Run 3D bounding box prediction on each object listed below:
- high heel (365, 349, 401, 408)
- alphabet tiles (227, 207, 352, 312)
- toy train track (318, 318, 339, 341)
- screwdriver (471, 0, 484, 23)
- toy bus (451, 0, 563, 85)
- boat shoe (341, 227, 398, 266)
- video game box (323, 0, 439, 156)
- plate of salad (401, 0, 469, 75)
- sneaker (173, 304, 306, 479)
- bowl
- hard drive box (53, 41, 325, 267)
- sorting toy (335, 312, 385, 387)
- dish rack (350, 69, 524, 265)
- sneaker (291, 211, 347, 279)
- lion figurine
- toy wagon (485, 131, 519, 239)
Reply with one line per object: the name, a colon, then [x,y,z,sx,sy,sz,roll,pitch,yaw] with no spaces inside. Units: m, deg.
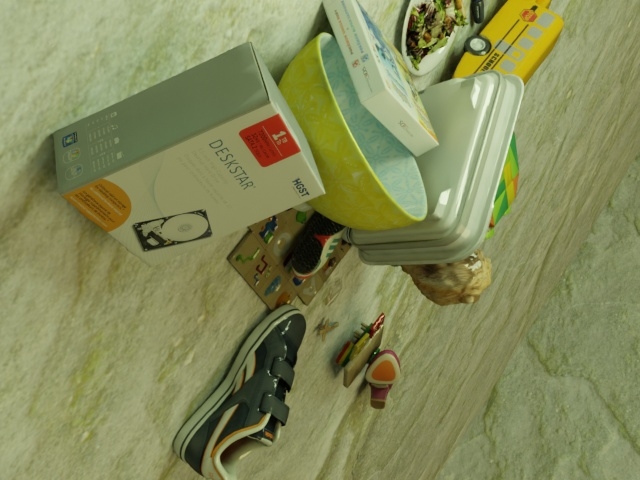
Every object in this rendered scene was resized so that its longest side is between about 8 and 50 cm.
high heel: [0.153,0.297,1.614,0.244,0.082,0.117,84,14,-49]
alphabet tiles: [-0.026,-0.025,1.161,0.285,0.011,0.342,-54,149,-15]
toy train track: [0.014,0.178,1.386,0.083,0.014,0.048,-9,115,-61]
screwdriver: [0.294,-0.477,1.270,0.024,0.025,0.170,-51,151,-19]
toy bus: [0.368,-0.374,1.343,0.332,0.130,0.108,-50,164,-19]
boat shoe: [0.107,-0.003,1.289,0.065,0.083,0.183,-62,150,-1]
video game box: [0.092,-0.241,0.998,0.048,0.187,0.205,-25,155,22]
plate of salad: [0.207,-0.384,1.191,0.200,0.048,0.200,-38,143,-36]
sneaker: [-0.101,0.267,1.161,0.321,0.127,0.126,-54,148,-13]
bowl: [0.014,-0.125,0.955,0.156,0.289,0.289,-27,158,21]
hard drive box: [-0.136,-0.084,0.743,0.232,0.089,0.181,-23,148,8]
sorting toy: [0.081,0.240,1.485,0.132,0.046,0.274,-50,162,-21]
dish rack: [0.169,-0.125,1.107,0.072,0.285,0.333,30,70,-31]
sneaker: [0.000,0.000,1.171,0.161,0.057,0.075,-56,173,-22]
lion figurine: [0.212,-0.078,1.186,0.142,0.240,0.392,20,75,-34]
toy wagon: [0.387,-0.174,1.534,0.344,0.068,0.267,-42,126,-45]
